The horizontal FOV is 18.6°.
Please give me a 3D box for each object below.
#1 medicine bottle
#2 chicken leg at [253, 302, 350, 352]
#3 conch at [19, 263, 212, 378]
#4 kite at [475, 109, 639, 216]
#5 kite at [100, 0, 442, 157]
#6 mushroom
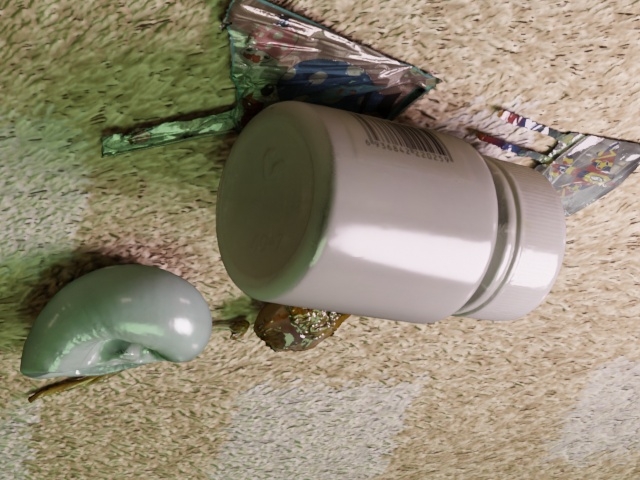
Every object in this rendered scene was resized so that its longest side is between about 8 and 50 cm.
[{"bbox_3d":[0.079,-0.019,2.067,0.340,0.208,0.208,10,137,-36],"label":"medicine bottle"},{"bbox_3d":[0.016,0.073,2.312,0.198,0.069,0.085,-27,119,4],"label":"chicken leg"},{"bbox_3d":[-0.232,0.100,2.197,0.221,0.121,0.185,-10,144,-3],"label":"conch"},{"bbox_3d":[0.262,-0.091,2.224,0.245,0.015,0.141,18,129,-39],"label":"kite"},{"bbox_3d":[-0.051,-0.137,2.041,0.368,0.014,0.406,-12,145,-8],"label":"kite"},{"bbox_3d":[-0.220,0.143,2.346,0.286,0.028,0.026,-18,-174,4],"label":"mushroom"}]
